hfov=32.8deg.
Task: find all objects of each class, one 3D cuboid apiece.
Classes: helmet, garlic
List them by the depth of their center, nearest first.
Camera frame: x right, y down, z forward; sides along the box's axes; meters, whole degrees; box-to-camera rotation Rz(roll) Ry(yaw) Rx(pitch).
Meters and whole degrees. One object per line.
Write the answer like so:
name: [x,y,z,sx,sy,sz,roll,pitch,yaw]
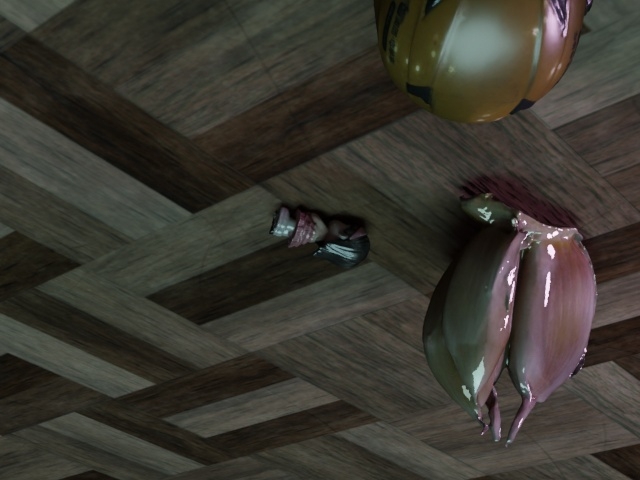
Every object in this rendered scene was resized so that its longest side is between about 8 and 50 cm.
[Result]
helmet: [0.142,-0.186,0.955,0.198,0.130,0.224,5,148,-8]
garlic: [0.231,0.088,1.302,0.210,0.292,0.237,7,-171,6]

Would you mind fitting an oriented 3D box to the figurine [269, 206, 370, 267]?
figurine: [0.000,0.000,1.348,0.129,0.054,0.072,14,152,-12]
